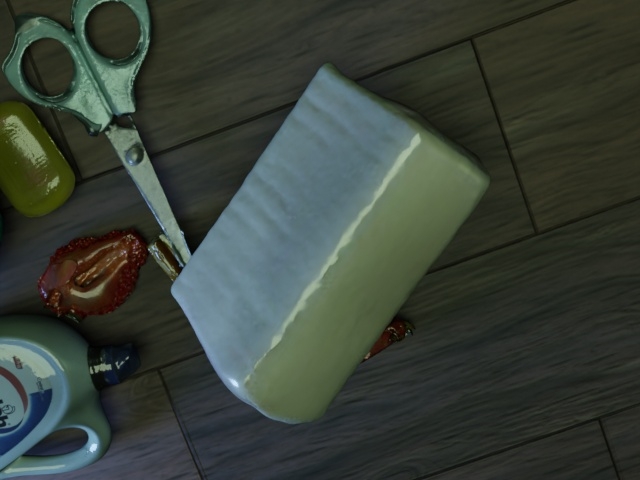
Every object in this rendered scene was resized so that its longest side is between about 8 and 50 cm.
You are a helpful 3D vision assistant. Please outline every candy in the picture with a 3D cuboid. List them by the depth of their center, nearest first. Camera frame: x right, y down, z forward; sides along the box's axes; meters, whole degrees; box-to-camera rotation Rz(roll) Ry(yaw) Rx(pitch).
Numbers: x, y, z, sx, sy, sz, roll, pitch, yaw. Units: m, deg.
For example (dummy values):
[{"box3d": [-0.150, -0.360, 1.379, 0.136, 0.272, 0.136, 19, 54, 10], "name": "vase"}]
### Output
[{"box3d": [0.000, 0.001, 1.189, 0.145, 0.208, 0.359, 26, 104, -48], "name": "candy"}]

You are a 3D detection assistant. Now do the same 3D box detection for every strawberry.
[{"box3d": [-0.277, 0.042, 1.297, 0.152, 0.048, 0.104, -41, 101, 11], "name": "strawberry"}]

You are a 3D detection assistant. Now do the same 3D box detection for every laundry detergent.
[{"box3d": [-0.352, 0.191, 1.296, 0.280, 0.105, 0.215, -12, 109, 0], "name": "laundry detergent"}]

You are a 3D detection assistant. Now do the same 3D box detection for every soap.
[{"box3d": [-0.353, -0.097, 1.272, 0.089, 0.045, 0.140, -32, 97, 7], "name": "soap"}]

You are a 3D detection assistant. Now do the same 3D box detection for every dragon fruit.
[{"box3d": [0.042, 0.115, 1.277, 0.126, 0.112, 0.068, -31, 84, 7], "name": "dragon fruit"}]

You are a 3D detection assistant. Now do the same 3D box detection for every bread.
[{"box3d": [-0.173, 0.026, 1.291, 0.036, 0.047, 0.083, -34, 98, 13], "name": "bread"}]

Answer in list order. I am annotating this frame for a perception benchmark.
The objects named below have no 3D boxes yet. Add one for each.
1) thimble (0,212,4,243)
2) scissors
[{"box3d": [-0.521, -0.010, 1.222, 0.288, 0.167, 0.254, -31, 89, 11], "name": "thimble"}, {"box3d": [-0.232, -0.127, 1.252, 0.191, 0.029, 0.360, -26, 90, 4], "name": "scissors"}]
